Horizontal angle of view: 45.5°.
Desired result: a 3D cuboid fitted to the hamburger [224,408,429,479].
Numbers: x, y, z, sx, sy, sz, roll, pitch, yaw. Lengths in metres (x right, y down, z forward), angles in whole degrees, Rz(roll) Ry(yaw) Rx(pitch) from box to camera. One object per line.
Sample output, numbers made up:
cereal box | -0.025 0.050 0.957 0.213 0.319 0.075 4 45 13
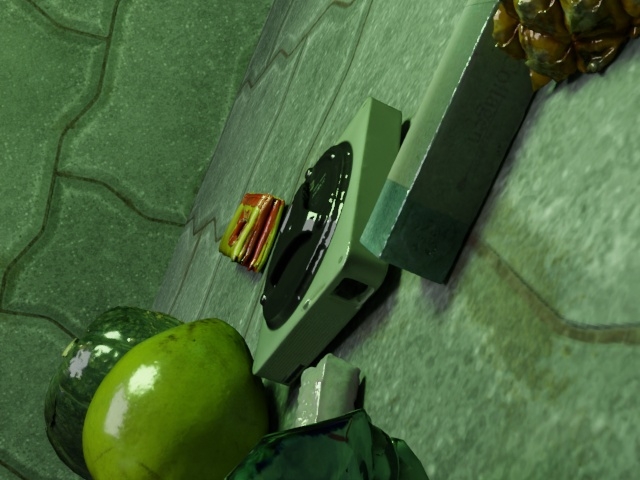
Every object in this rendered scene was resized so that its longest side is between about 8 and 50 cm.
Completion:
hamburger | -0.029 0.224 0.390 0.260 0.150 0.276 40 -131 -63

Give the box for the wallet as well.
wallet | -0.131 -0.025 1.379 0.141 0.067 0.241 -67 15 -3

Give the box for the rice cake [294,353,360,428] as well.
rice cake | -0.003 0.220 0.641 0.049 0.055 0.270 -38 31 42

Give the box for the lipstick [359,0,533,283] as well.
lipstick | 0.131 -0.124 0.629 0.317 0.066 0.068 -66 15 7

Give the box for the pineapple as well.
pineapple | 0.172 -0.235 0.486 0.250 0.164 0.140 -62 24 9

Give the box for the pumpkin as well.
pumpkin | -0.343 0.263 1.356 0.327 0.257 0.291 -50 10 29

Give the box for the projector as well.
projector | 0.000 0.000 0.877 0.257 0.079 0.259 -53 20 46

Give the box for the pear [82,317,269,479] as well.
pear | -0.164 0.213 0.909 0.212 0.212 0.269 -55 12 40
